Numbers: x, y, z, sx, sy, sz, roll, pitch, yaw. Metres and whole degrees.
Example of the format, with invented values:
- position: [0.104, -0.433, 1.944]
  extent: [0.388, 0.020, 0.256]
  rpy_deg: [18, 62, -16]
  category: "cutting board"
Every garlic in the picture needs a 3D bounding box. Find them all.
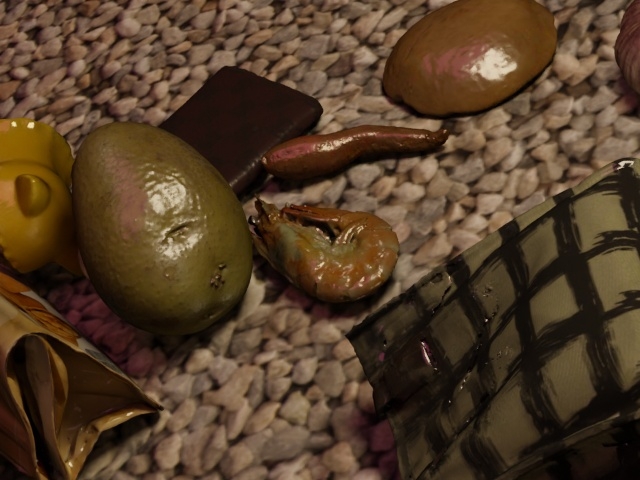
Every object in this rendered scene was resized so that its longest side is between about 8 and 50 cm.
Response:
- position: [0.386, -0.219, 1.777]
  extent: [0.147, 0.102, 0.159]
  rpy_deg: [24, 60, 42]
  category: "garlic"

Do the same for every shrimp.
- position: [0.001, 0.001, 1.770]
  extent: [0.115, 0.051, 0.217]
  rpy_deg: [-36, 42, -22]
  category: "shrimp"

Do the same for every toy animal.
- position: [-0.343, -0.058, 1.915]
  extent: [0.156, 0.156, 0.230]
  rpy_deg: [-27, 41, -3]
  category: "toy animal"

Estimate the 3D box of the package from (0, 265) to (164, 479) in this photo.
- position: [-0.344, 0.128, 1.717]
  extent: [0.311, 0.221, 0.165]
  rpy_deg: [32, 86, 44]
  category: "package"

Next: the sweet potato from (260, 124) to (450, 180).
- position: [0.040, -0.103, 1.862]
  extent: [0.214, 0.050, 0.050]
  rpy_deg: [-10, 43, 7]
  category: "sweet potato"

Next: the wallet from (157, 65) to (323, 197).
- position: [-0.124, -0.110, 1.944]
  extent: [0.182, 0.049, 0.229]
  rpy_deg: [21, 57, 39]
  category: "wallet"

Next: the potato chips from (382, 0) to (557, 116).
- position: [0.168, -0.228, 1.919]
  extent: [0.208, 0.062, 0.195]
  rpy_deg: [-9, 46, 13]
  category: "potato chips"

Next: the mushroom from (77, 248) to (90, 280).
- position: [-0.231, 0.012, 1.850]
  extent: [0.083, 0.067, 0.084]
  rpy_deg: [-14, 44, 14]
  category: "mushroom"

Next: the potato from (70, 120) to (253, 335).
- position: [-0.177, -0.021, 1.759]
  extent: [0.159, 0.174, 0.251]
  rpy_deg: [-47, 66, 34]
  category: "potato"

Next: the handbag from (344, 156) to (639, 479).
- position: [0.191, 0.127, 1.439]
  extent: [0.327, 0.162, 0.325]
  rpy_deg: [-32, 34, 21]
  category: "handbag"
